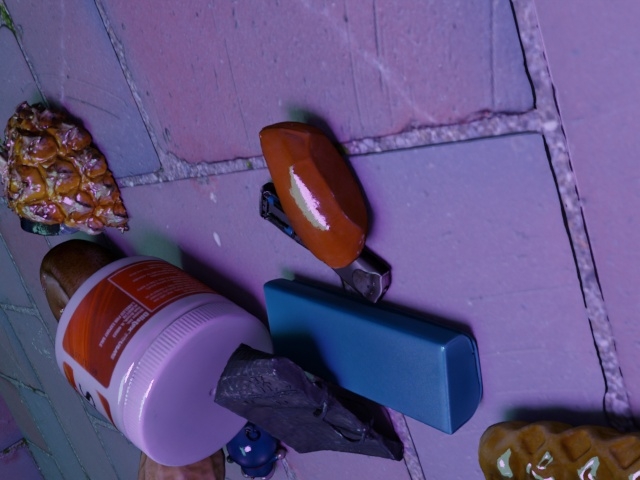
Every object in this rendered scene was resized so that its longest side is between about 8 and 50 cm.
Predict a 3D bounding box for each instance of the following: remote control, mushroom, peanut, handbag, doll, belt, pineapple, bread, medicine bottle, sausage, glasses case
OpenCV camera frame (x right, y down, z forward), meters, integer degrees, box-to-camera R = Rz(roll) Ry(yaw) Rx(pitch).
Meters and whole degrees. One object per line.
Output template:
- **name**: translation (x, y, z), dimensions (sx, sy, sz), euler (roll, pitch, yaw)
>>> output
- **remote control**: translation (0.000, 0.000, 0.878), dimensions (0.212, 0.028, 0.059), euler (37, 138, 27)
- **mushroom**: translation (-0.439, 0.110, 1.369), dimensions (0.253, 0.153, 0.253), euler (30, 137, 32)
- **peanut**: translation (-0.231, 0.345, 1.220), dimensions (0.153, 0.325, 0.140), euler (32, 120, -24)
- **handbag**: translation (-0.018, 0.220, 0.952), dimensions (0.175, 0.089, 0.270), euler (-6, 142, 47)
- **doll**: translation (-0.115, 0.358, 1.228), dimensions (0.114, 0.086, 0.152), euler (3, 136, 10)
- **belt**: translation (-0.516, -0.051, 1.381), dimensions (0.139, 0.105, 0.058), euler (8, 120, 17)
- **pineapple**: translation (-0.489, -0.140, 1.246), dimensions (0.334, 0.158, 0.161), euler (48, 143, 15)
- **bread**: translation (0.263, 0.222, 0.679), dimensions (0.269, 0.098, 0.087), euler (-12, 63, 53)
- **medicine bottle**: translation (-0.241, 0.176, 1.099), dimensions (0.240, 0.252, 0.253), euler (26, 133, 37)
- **sausage**: translation (-0.003, -0.055, 0.796), dimensions (0.089, 0.089, 0.179), euler (-14, 108, 53)
- **glasses case**: translation (0.054, 0.125, 0.878), dimensions (0.301, 0.070, 0.117), euler (16, 121, 45)
